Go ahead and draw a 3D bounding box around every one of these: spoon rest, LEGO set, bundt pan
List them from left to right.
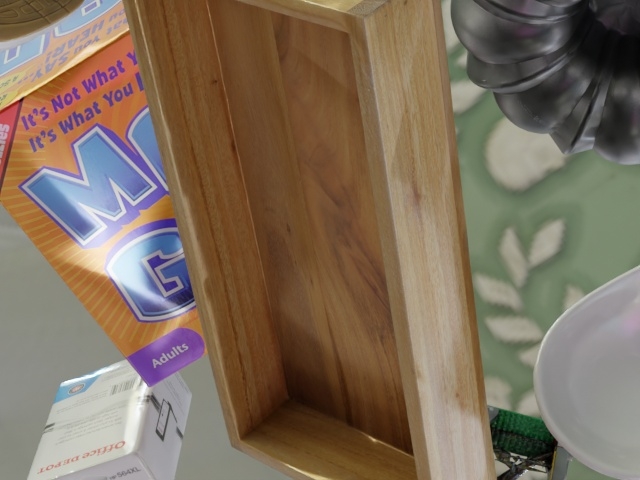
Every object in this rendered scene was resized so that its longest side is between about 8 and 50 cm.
[{"bbox_3d":[0.108,0.285,1.634,0.331,0.255,0.192,22,-154,4],"label":"LEGO set"},{"bbox_3d":[0.253,-0.191,1.345,0.331,0.331,0.124,48,-140,-26],"label":"bundt pan"},{"bbox_3d":[0.257,0.052,1.160,0.137,0.276,0.084,34,153,13],"label":"spoon rest"}]

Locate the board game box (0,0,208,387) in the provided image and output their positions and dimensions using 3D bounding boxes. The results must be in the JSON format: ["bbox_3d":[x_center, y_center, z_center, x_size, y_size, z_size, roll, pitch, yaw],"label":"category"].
[{"bbox_3d":[-0.147,-0.142,1.744,0.356,0.356,0.356,56,-173,-31],"label":"board game box"}]

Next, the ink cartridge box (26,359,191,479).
[{"bbox_3d":[-0.243,0.233,1.895,0.203,0.148,0.086,-82,-31,-58],"label":"ink cartridge box"}]

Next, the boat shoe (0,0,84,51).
[{"bbox_3d":[-0.253,-0.225,1.420,0.098,0.096,0.277,41,-142,-8],"label":"boat shoe"}]

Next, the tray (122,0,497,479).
[{"bbox_3d":[0.000,0.000,1.055,0.203,0.076,0.411,21,136,37],"label":"tray"}]
